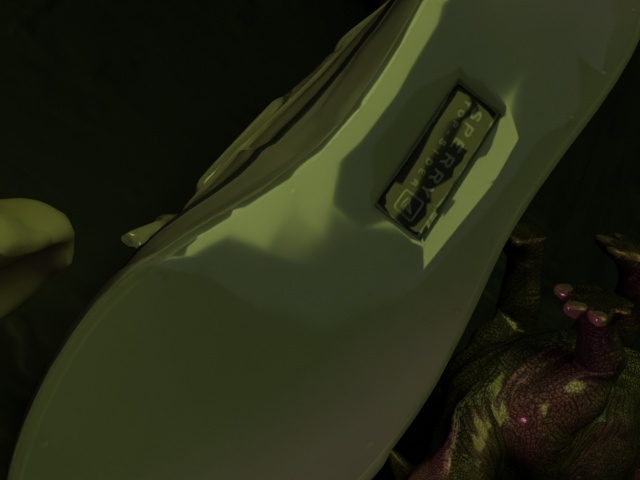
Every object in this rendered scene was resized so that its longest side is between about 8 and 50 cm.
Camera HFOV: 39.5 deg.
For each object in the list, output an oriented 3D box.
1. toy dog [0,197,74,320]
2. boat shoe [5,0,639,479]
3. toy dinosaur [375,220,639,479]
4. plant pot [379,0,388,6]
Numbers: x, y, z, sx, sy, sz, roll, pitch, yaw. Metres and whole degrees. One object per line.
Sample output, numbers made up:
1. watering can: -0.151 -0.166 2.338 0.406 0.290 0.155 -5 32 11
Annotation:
1. toy dog: -0.316 -0.090 0.228 0.395 0.284 0.408 -35 84 -3
2. boat shoe: -0.006 -0.007 0.424 0.136 0.156 0.367 38 79 -12
3. toy dinosaur: 0.136 0.083 0.445 0.313 0.160 0.121 -1 25 -33
4. plant pot: 0.146 -0.239 0.598 0.227 0.228 0.207 -31 74 -40
